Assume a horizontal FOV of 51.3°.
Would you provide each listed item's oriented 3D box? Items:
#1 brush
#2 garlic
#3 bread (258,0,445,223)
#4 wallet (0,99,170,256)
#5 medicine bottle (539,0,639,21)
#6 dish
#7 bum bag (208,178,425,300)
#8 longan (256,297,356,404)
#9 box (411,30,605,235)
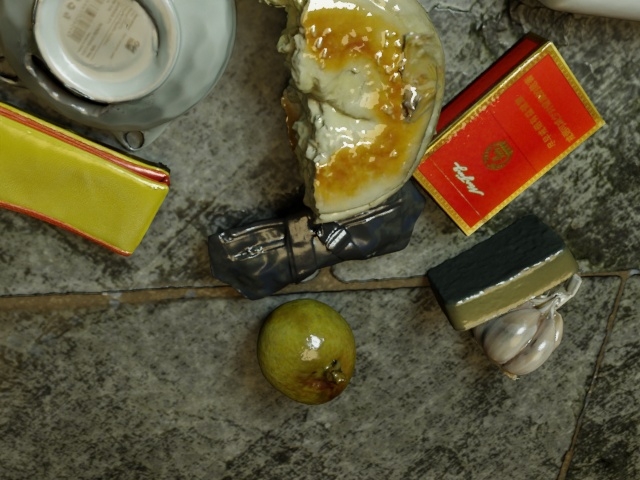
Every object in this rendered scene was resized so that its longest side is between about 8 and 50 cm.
[{"bbox_3d":[0.259,0.045,0.969,0.197,0.123,0.059,-29,116,5],"label":"brush"},{"bbox_3d":[0.325,0.125,1.021,0.194,0.131,0.127,-38,147,12],"label":"garlic"},{"bbox_3d":[0.043,-0.191,0.773,0.192,0.171,0.314,-16,122,-5],"label":"bread"},{"bbox_3d":[-0.322,-0.077,0.831,0.241,0.067,0.141,23,123,-18],"label":"wallet"},{"bbox_3d":[0.440,-0.344,0.740,0.371,0.211,0.211,2,118,-12],"label":"medicine bottle"},{"bbox_3d":[-0.229,-0.233,0.729,0.303,0.120,0.303,-5,118,-8],"label":"dish"},{"bbox_3d":[0.000,0.000,0.919,0.310,0.074,0.137,-18,134,1],"label":"bum bag"},{"bbox_3d":[-0.014,0.164,0.959,0.154,0.176,0.145,31,94,-39],"label":"longan"},{"bbox_3d":[0.238,-0.138,0.898,0.240,0.074,0.153,-41,121,11],"label":"box"}]
